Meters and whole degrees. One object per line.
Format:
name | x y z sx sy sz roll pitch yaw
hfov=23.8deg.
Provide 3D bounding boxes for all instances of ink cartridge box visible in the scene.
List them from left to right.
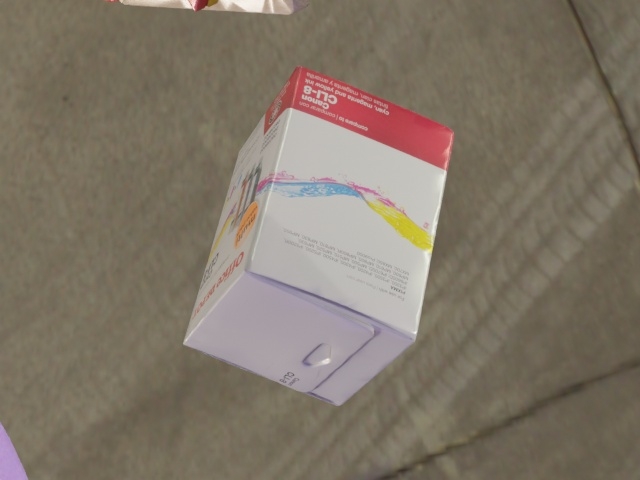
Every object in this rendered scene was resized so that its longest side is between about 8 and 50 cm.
ink cartridge box | 0.000 0.000 1.057 0.127 0.176 0.128 22 146 -14

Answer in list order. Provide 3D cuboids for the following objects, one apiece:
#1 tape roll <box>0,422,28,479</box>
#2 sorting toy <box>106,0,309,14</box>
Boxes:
tape roll | -0.240 0.140 0.569 0.275 0.090 0.274 3 99 17
sorting toy | -0.156 -0.336 1.462 0.257 0.089 0.255 10 122 41
